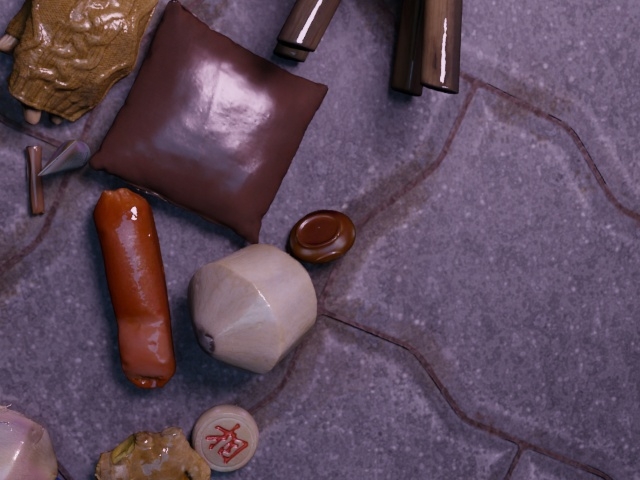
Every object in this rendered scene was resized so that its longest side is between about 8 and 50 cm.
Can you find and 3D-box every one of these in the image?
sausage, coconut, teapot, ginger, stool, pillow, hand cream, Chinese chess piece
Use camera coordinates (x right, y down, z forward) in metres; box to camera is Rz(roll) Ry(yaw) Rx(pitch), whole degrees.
[{"bbox_3d":[-0.473,-0.099,1.260,0.026,0.026,0.116,-2,100,-9],"label":"sausage"},{"bbox_3d":[-0.525,0.359,1.258,0.183,0.171,0.170,15,96,-8],"label":"coconut"},{"bbox_3d":[0.000,0.000,1.329,0.129,0.078,0.098,-19,61,4],"label":"teapot"},{"bbox_3d":[-0.309,0.407,1.326,0.216,0.102,0.157,-29,112,9],"label":"ginger"},{"bbox_3d":[0.088,-0.364,1.161,0.311,0.310,0.226,14,97,-8],"label":"stool"},{"bbox_3d":[-0.174,-0.189,1.251,0.308,0.108,0.305,27,90,-15],"label":"pillow"},{"bbox_3d":[-0.396,-0.133,1.189,0.076,0.174,0.047,-43,102,1],"label":"hand cream"},{"bbox_3d":[-0.120,0.116,1.242,0.202,0.222,0.202,15,117,31],"label":"coconut"},{"bbox_3d":[-0.171,0.356,1.366,0.122,0.051,0.122,-1,99,-8],"label":"Chinese chess piece"},{"bbox_3d":[-0.308,0.082,1.281,0.097,0.094,0.348,-6,102,6],"label":"sausage"}]

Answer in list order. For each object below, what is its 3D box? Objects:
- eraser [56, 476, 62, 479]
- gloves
[{"bbox_3d":[-0.470,0.462,1.348,0.085,0.027,0.063,42,90,-12],"label":"eraser"},{"bbox_3d":[-0.371,-0.338,1.171,0.203,0.155,0.356,29,97,-8],"label":"gloves"}]
